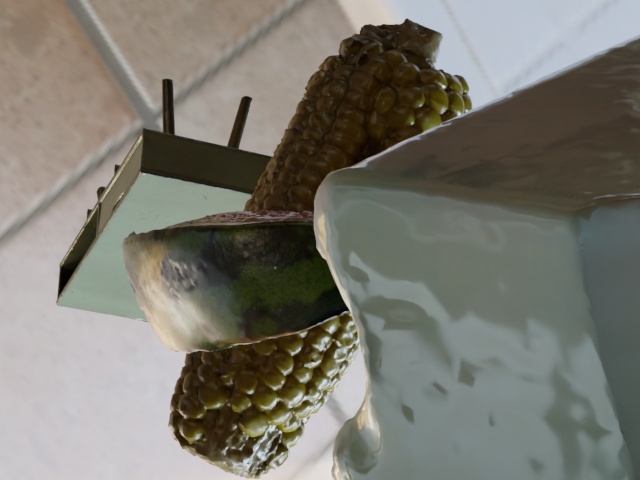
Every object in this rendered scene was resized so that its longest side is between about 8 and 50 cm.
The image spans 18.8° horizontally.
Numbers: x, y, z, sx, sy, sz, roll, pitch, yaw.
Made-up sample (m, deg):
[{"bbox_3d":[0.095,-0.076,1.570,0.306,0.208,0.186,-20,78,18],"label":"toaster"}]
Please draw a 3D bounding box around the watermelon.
[{"bbox_3d":[-0.025,0.009,0.947,0.119,0.245,0.063,-20,95,-32],"label":"watermelon"}]

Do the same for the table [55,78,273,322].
[{"bbox_3d":[-0.127,-0.033,1.603,0.121,0.111,0.240,12,148,-20],"label":"table"}]

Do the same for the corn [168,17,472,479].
[{"bbox_3d":[0.000,0.000,1.252,0.119,0.119,0.322,34,82,-38],"label":"corn"}]

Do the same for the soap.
[{"bbox_3d":[0.153,-0.008,0.487,0.289,0.173,0.095,-25,116,-44],"label":"soap"}]
